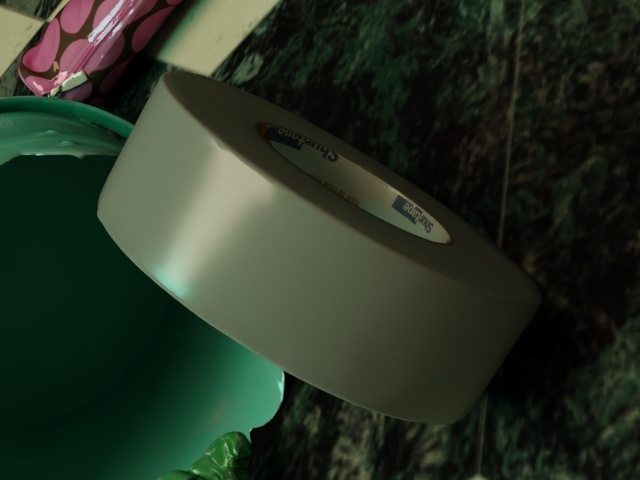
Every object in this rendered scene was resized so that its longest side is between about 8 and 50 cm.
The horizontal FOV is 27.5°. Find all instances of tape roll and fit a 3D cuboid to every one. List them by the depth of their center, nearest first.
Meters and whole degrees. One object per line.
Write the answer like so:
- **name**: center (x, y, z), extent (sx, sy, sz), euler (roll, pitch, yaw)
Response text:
- **tape roll**: center (0.000, 0.000, 0.658), extent (0.072, 0.219, 0.219), euler (-59, 36, 11)

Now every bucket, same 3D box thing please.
- **bucket**: center (-0.178, 0.048, 0.830), extent (0.281, 0.281, 0.183), euler (-63, 30, 6)

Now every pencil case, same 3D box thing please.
- **pencil case**: center (-0.168, -0.194, 1.097), extent (0.209, 0.095, 0.098), euler (-48, 4, 27)

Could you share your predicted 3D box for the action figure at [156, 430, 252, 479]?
- **action figure**: center (-0.100, 0.219, 0.774), extent (0.232, 0.137, 0.063), euler (-61, 22, -6)
